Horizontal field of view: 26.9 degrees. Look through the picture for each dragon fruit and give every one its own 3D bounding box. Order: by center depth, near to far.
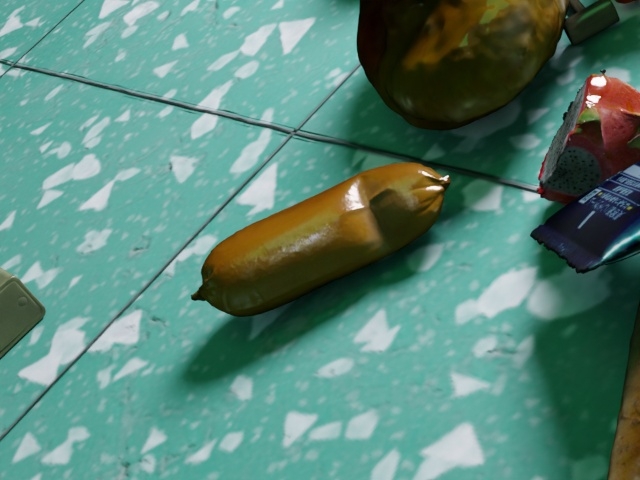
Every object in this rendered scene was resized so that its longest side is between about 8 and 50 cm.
[{"bbox_3d":[0.161,-0.047,0.758,0.060,0.083,0.056,19,47,-4],"label":"dragon fruit"}]

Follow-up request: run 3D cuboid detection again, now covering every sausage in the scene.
[{"bbox_3d":[0.000,0.000,0.847,0.183,0.054,0.062,-27,66,9],"label":"sausage"}]

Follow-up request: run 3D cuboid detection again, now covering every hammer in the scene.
[{"bbox_3d":[0.177,-0.170,0.941,0.035,0.019,0.110,-28,29,9],"label":"hammer"}]

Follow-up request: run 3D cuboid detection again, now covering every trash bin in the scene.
[{"bbox_3d":[-0.259,0.049,1.019,0.061,0.043,0.092,-45,34,-15],"label":"trash bin"}]

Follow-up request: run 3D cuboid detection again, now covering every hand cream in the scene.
[{"bbox_3d":[0.236,-0.057,0.675,0.271,0.061,0.120,-26,11,1],"label":"hand cream"}]

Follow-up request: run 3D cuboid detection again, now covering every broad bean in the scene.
[{"bbox_3d":[0.090,-0.165,0.911,0.156,0.122,0.228,-27,31,18],"label":"broad bean"}]

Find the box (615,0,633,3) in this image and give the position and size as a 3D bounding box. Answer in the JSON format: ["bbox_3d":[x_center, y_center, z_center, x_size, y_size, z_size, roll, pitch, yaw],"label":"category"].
[{"bbox_3d":[0.265,-0.251,0.886,0.182,0.099,0.133,-13,38,28],"label":"box"}]

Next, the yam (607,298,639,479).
[{"bbox_3d":[0.155,0.093,0.604,0.046,0.046,0.264,-10,39,32],"label":"yam"}]
